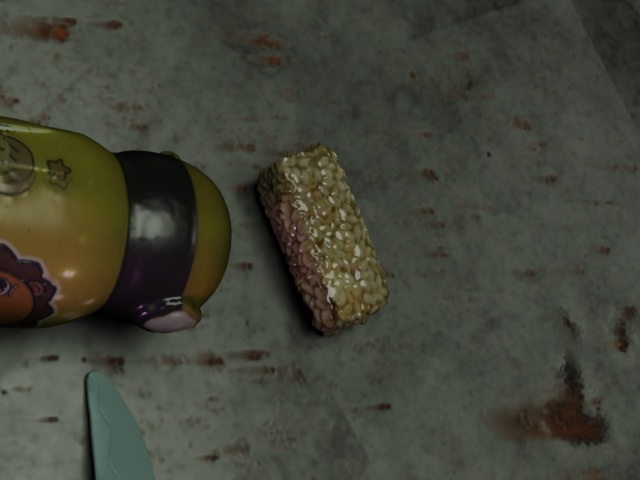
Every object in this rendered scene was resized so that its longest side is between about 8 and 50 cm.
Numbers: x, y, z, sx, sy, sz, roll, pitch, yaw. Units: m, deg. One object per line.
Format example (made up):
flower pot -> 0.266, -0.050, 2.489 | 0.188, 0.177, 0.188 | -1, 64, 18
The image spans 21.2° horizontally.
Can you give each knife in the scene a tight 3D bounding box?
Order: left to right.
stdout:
knife -> -0.157, 0.223, 1.358 | 0.063, 0.034, 0.260 | 7, 60, -20

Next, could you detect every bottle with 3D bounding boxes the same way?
bottle -> -0.235, -0.014, 1.329 | 0.351, 0.171, 0.172 | 7, 69, -27

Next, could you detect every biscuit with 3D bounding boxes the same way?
biscuit -> 0.000, 0.000, 1.522 | 0.082, 0.070, 0.168 | -21, 86, -30
